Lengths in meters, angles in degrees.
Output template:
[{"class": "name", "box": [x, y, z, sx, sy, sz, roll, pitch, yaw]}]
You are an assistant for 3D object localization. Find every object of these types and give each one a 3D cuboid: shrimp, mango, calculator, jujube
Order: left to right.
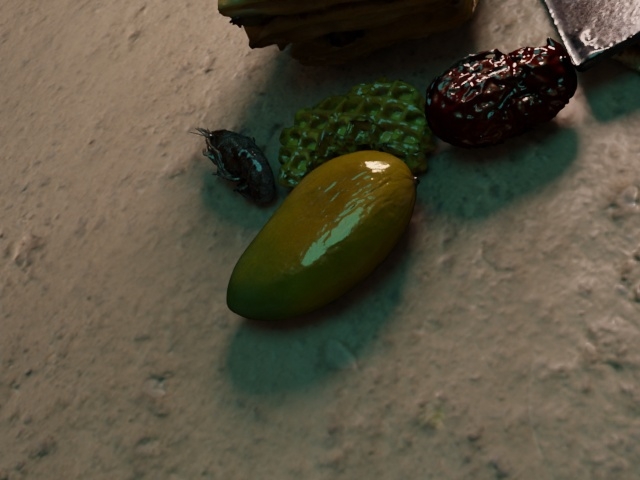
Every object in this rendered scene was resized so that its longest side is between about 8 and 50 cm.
[{"class": "shrimp", "box": [-0.106, -0.101, 1.234, 0.056, 0.065, 0.165, -16, 35, -30]}, {"class": "mango", "box": [0.005, 0.001, 1.082, 0.137, 0.091, 0.237, 30, 78, 45]}, {"class": "jujube", "box": [0.196, -0.152, 1.101, 0.165, 0.104, 0.104, -13, 51, 14]}, {"class": "calculator", "box": [0.330, -0.303, 1.158, 0.161, 0.021, 0.262, -28, 40, 21]}]

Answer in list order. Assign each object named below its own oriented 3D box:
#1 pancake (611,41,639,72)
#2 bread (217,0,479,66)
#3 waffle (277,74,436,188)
[{"class": "pancake", "box": [0.426, -0.250, 1.086, 0.212, 0.056, 0.257, -42, 47, -6]}, {"class": "bread", "box": [0.067, -0.365, 1.270, 0.314, 0.192, 0.370, -8, 40, 28]}, {"class": "waffle", "box": [0.038, -0.121, 1.184, 0.194, 0.051, 0.149, -17, 48, 13]}]
